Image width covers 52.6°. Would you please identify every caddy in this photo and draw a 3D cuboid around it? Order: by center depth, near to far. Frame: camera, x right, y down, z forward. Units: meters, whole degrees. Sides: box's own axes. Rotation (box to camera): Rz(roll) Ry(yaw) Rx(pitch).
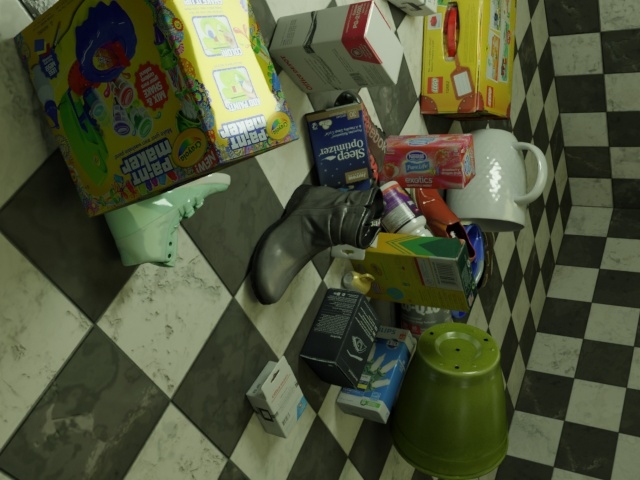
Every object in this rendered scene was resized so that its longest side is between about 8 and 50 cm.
[{"bbox_3d":[0.468,0.099,2.223,0.241,0.179,0.341,51,55,-47],"label":"caddy"}]

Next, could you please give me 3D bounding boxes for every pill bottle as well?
[{"bbox_3d":[0.224,-0.061,1.795,0.193,0.108,0.108,54,31,14],"label":"pill bottle"},{"bbox_3d":[0.326,0.150,2.030,0.161,0.161,0.283,-28,118,-53],"label":"pill bottle"}]

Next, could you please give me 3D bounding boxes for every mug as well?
[{"bbox_3d":[0.099,0.107,1.753,0.078,0.062,0.064,-47,136,9],"label":"mug"},{"bbox_3d":[0.617,-0.215,2.246,0.276,0.374,0.327,11,81,-35],"label":"mug"}]

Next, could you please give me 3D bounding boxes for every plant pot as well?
[{"bbox_3d":[0.398,0.451,1.935,0.366,0.367,0.352,-42,140,-47],"label":"plant pot"}]

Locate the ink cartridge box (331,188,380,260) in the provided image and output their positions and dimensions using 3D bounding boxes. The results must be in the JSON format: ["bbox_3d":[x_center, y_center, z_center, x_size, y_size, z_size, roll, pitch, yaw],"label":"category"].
[{"bbox_3d":[0.094,-0.039,1.686,0.062,0.104,0.181,14,84,-57],"label":"ink cartridge box"}]

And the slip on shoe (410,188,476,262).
[{"bbox_3d":[0.394,-0.061,2.060,0.123,0.101,0.331,-20,81,-36],"label":"slip on shoe"}]

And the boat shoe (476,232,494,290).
[{"bbox_3d":[0.607,0.051,2.509,0.096,0.117,0.324,-56,144,-42],"label":"boat shoe"}]

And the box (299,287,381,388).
[{"bbox_3d":[0.056,0.251,1.665,0.207,0.108,0.153,-64,143,-29],"label":"box"}]

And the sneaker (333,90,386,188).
[{"bbox_3d":[0.105,-0.273,1.675,0.135,0.098,0.276,-53,138,-39],"label":"sneaker"}]

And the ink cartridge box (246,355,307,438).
[{"bbox_3d":[-0.103,0.350,1.472,0.104,0.060,0.180,-53,137,-39],"label":"ink cartridge box"}]

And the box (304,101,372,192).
[{"bbox_3d":[0.050,-0.211,1.577,0.036,0.137,0.225,-120,-163,-64],"label":"box"}]

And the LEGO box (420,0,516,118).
[{"bbox_3d":[0.501,-0.659,2.154,0.372,0.193,0.499,-8,101,-57],"label":"LEGO box"}]

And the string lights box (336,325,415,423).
[{"bbox_3d":[0.160,0.370,1.823,0.259,0.133,0.076,-63,143,-31],"label":"string lights box"}]

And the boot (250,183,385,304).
[{"bbox_3d":[0.000,0.000,1.430,0.118,0.223,0.338,57,48,-46],"label":"boot"}]

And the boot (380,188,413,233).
[{"bbox_3d":[0.197,-0.039,1.895,0.208,0.076,0.189,-31,118,-44],"label":"boot"}]

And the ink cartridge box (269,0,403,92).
[{"bbox_3d":[0.035,-0.415,1.414,0.172,0.237,0.100,38,60,-53],"label":"ink cartridge box"}]

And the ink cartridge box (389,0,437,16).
[{"bbox_3d":[0.258,-0.751,1.853,0.218,0.092,0.158,-2,96,-60],"label":"ink cartridge box"}]

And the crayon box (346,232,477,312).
[{"bbox_3d":[0.245,0.081,1.743,0.081,0.319,0.202,-58,140,-36],"label":"crayon box"}]

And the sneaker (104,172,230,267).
[{"bbox_3d":[-0.257,-0.036,1.136,0.256,0.094,0.151,-21,107,-44],"label":"sneaker"}]

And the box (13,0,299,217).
[{"bbox_3d":[-0.229,-0.215,0.909,0.177,0.290,0.279,-30,101,-52],"label":"box"}]

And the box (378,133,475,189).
[{"bbox_3d":[0.296,-0.224,1.835,0.123,0.257,0.128,-40,127,-51],"label":"box"}]
